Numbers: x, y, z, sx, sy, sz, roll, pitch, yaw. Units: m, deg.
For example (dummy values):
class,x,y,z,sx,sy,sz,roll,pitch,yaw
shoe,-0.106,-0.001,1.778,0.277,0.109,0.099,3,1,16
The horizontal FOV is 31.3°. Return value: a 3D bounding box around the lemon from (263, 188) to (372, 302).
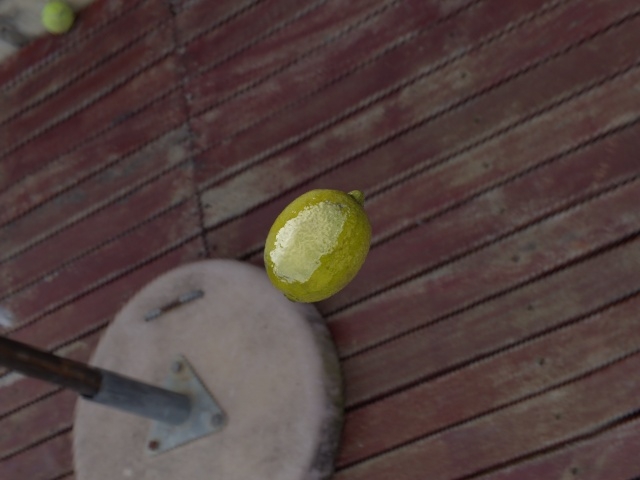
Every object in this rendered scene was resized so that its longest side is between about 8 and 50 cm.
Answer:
class,x,y,z,sx,sy,sz,roll,pitch,yaw
lemon,0.000,0.000,0.953,0.082,0.082,0.110,28,80,40
